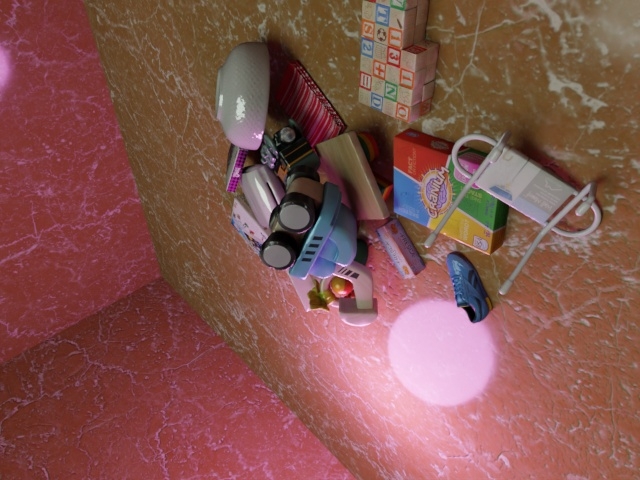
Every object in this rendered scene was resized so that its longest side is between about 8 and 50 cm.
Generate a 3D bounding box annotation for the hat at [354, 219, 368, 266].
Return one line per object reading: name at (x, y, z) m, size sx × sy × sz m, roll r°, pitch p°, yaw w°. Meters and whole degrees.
hat at (0.149, 0.010, 1.732) m, size 0.173 × 0.183 × 0.208 m, roll 47°, pitch -171°, yaw 15°

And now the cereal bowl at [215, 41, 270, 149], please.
cereal bowl at (-0.261, -0.468, 1.628) m, size 0.339 × 0.141 × 0.339 m, roll -177°, pitch 90°, yaw -74°

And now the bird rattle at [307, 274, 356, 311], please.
bird rattle at (0.082, 0.191, 1.830) m, size 0.253 × 0.143 × 0.207 m, roll 11°, pitch 110°, yaw 4°

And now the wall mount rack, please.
wall mount rack at (0.404, -0.060, 1.102) m, size 0.350 × 0.130 × 0.304 m, roll 33°, pitch 136°, yaw 7°

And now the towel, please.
towel at (-0.041, -0.415, 1.621) m, size 0.275 × 0.031 × 0.199 m, roll 54°, pitch 150°, yaw 6°

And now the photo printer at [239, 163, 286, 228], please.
photo printer at (-0.210, -0.168, 1.930) m, size 0.256 × 0.107 × 0.307 m, roll 66°, pitch 166°, yaw -14°

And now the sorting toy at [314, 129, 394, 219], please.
sorting toy at (0.113, -0.196, 1.497) m, size 0.257 × 0.089 × 0.255 m, roll 66°, pitch 161°, yaw -11°

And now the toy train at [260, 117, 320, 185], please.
toy train at (-0.101, -0.270, 1.675) m, size 0.190 × 0.142 × 0.334 m, roll 57°, pitch 169°, yaw -1°

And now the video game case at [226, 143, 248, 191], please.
video game case at (-0.318, -0.337, 1.935) m, size 0.232 × 0.042 × 0.210 m, roll 120°, pitch 152°, yaw -47°

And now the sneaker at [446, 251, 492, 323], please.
sneaker at (0.405, 0.135, 1.421) m, size 0.209 × 0.082 × 0.069 m, roll 62°, pitch 151°, yaw -3°

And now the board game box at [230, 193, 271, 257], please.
board game box at (-0.292, -0.041, 2.287) m, size 0.305 × 0.053 × 0.193 m, roll 48°, pitch 147°, yaw 17°

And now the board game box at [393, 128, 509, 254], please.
board game box at (0.330, -0.131, 1.308) m, size 0.316 × 0.064 × 0.242 m, roll 29°, pitch 139°, yaw 39°

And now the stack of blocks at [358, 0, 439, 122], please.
stack of blocks at (0.186, -0.455, 1.203) m, size 0.171 × 0.087 × 0.297 m, roll 34°, pitch 141°, yaw 35°

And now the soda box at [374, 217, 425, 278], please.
soda box at (0.248, 0.026, 1.569) m, size 0.183 × 0.058 × 0.063 m, roll 60°, pitch 149°, yaw -1°

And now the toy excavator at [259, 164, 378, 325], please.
toy excavator at (0.039, 0.048, 1.553) m, size 0.445 × 0.222 × 0.433 m, roll 21°, pitch 123°, yaw -9°

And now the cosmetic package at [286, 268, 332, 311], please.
cosmetic package at (-0.068, 0.107, 1.979) m, size 0.153 × 0.129 × 0.296 m, roll -127°, pitch 12°, yaw -77°
